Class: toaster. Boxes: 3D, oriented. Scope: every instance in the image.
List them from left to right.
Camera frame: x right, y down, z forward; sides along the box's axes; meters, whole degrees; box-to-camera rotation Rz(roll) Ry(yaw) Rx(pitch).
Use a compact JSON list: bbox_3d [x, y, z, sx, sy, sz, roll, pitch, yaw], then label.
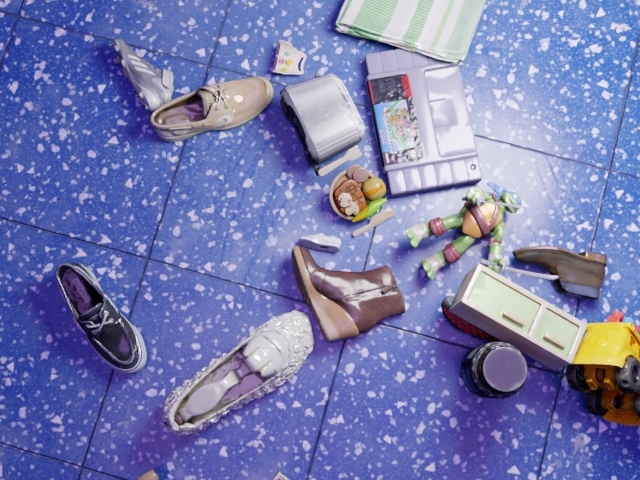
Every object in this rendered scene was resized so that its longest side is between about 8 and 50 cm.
[{"bbox_3d":[0.009,-0.281,1.967,0.146,0.129,0.227,-25,82,-5],"label":"toaster"}]

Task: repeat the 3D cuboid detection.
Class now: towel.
[{"bbox_3d":[0.225,-0.569,2.028,0.325,0.038,0.247,17,71,9],"label":"towel"}]

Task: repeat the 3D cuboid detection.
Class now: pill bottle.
[{"bbox_3d":[0.380,0.282,1.819,0.123,0.219,0.122,0,81,1],"label":"pill bottle"}]

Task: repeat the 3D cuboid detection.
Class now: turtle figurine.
[{"bbox_3d":[0.341,-0.012,1.865,0.266,0.198,0.274,-27,51,10],"label":"turtle figurine"}]

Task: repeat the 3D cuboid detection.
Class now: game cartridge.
[{"bbox_3d":[0.240,-0.293,2.000,0.230,0.068,0.355,-9,81,-5],"label":"game cartridge"}]

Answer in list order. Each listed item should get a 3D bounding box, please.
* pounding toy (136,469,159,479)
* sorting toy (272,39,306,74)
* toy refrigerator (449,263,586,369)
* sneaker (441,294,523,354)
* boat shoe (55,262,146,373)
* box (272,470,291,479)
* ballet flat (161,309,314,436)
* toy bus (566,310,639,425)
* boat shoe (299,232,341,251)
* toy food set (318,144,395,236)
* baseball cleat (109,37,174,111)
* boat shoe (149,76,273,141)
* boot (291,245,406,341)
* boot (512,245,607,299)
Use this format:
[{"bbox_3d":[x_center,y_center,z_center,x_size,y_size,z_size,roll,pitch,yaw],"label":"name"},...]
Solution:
[{"bbox_3d":[-0.364,0.652,1.806,0.154,0.155,0.269,-30,81,-8],"label":"pounding toy"},{"bbox_3d":[-0.074,-0.436,2.039,0.075,0.045,0.083,12,81,-4],"label":"sorting toy"},{"bbox_3d":[0.428,0.166,1.812,0.269,0.094,0.102,30,68,0],"label":"toy refrigerator"},{"bbox_3d":[0.404,0.169,1.911,0.262,0.104,0.125,22,71,-3],"label":"sneaker"},{"bbox_3d":[-0.508,0.176,1.914,0.108,0.102,0.301,-33,81,-4],"label":"boat shoe"},{"bbox_3d":[-0.110,0.634,1.864,0.114,0.036,0.207,35,83,6],"label":"box"},{"bbox_3d":[-0.179,0.307,1.873,0.409,0.147,0.147,-37,82,-5],"label":"ballet flat"},{"bbox_3d":[0.665,0.272,1.853,0.220,0.149,0.211,51,53,-26],"label":"toy bus"},{"bbox_3d":[0.000,0.000,1.971,0.100,0.035,0.035,9,54,6],"label":"boat shoe"},{"bbox_3d":[0.086,-0.109,1.945,0.132,0.038,0.192,-32,105,-3],"label":"toy food set"},{"bbox_3d":[-0.424,-0.411,2.036,0.109,0.072,0.206,-27,86,-17],"label":"baseball cleat"},{"bbox_3d":[-0.258,-0.320,1.992,0.302,0.098,0.109,-19,81,-2],"label":"boat shoe"},{"bbox_3d":[0.062,0.097,1.940,0.207,0.090,0.248,-22,79,-15],"label":"boot"},{"bbox_3d":[0.549,0.074,1.920,0.219,0.082,0.106,6,78,0],"label":"boot"}]
